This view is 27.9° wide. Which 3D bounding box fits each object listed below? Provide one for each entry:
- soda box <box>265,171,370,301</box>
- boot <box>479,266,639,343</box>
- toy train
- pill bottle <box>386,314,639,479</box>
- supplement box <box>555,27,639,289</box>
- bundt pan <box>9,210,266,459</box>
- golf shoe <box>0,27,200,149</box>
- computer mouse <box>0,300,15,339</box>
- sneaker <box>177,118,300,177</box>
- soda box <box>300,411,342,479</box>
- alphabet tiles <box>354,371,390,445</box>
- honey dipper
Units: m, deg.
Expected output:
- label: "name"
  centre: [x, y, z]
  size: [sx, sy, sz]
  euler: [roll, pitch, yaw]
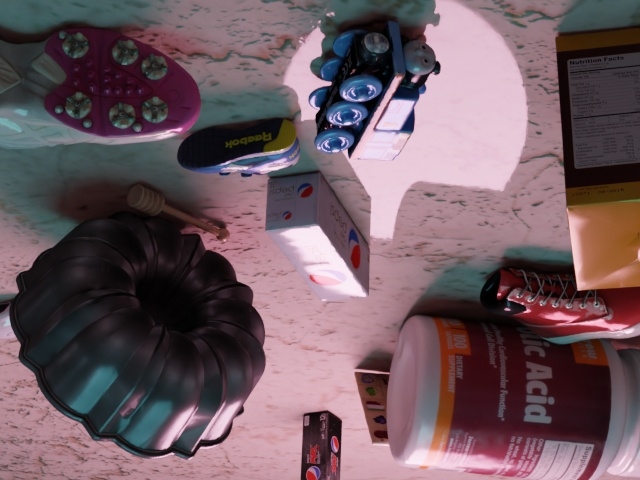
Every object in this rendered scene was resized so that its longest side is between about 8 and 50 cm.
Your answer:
- label: "soda box"
  centre: [0.000, 0.000, 1.600]
  size: [0.069, 0.073, 0.216]
  euler: [-7, 152, 18]
- label: "boot"
  centre: [0.337, 0.068, 1.703]
  size: [0.176, 0.088, 0.244]
  euler: [25, 149, -35]
- label: "toy train"
  centre: [0.053, -0.149, 1.302]
  size: [0.105, 0.080, 0.184]
  euler: [0, 153, -17]
- label: "pill bottle"
  centre: [0.310, 0.237, 1.884]
  size: [0.392, 0.224, 0.224]
  euler: [6, 153, -8]
- label: "supplement box"
  centre: [0.310, -0.079, 1.282]
  size: [0.129, 0.194, 0.191]
  euler: [-4, 153, 13]
- label: "bundt pan"
  centre: [-0.200, 0.096, 1.566]
  size: [0.331, 0.330, 0.124]
  euler: [20, 129, -32]
- label: "golf shoe"
  centre: [-0.268, -0.146, 1.314]
  size: [0.306, 0.115, 0.140]
  euler: [7, 164, 5]
- label: "computer mouse"
  centre: [-0.441, 0.119, 1.908]
  size: [0.193, 0.042, 0.106]
  euler: [-14, 150, 29]
- label: "sneaker"
  centre: [-0.090, -0.096, 1.441]
  size: [0.144, 0.053, 0.059]
  euler: [-4, 155, 15]
- label: "soda box"
  centre: [0.001, 0.393, 2.280]
  size: [0.053, 0.168, 0.060]
  euler: [-10, 151, 25]
- label: "alphabet tiles"
  centre: [0.182, 0.271, 2.031]
  size: [0.237, 0.198, 0.009]
  euler: [6, 115, -10]
- label: "honey dipper"
  centre: [-0.173, -0.031, 1.609]
  size: [0.030, 0.030, 0.161]
  euler: [-19, 151, 36]
